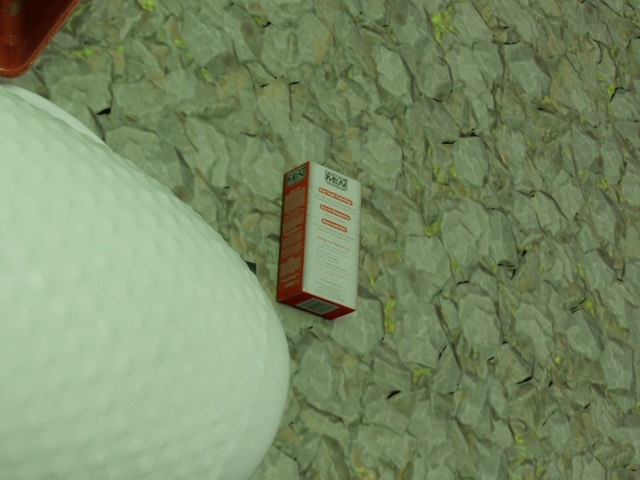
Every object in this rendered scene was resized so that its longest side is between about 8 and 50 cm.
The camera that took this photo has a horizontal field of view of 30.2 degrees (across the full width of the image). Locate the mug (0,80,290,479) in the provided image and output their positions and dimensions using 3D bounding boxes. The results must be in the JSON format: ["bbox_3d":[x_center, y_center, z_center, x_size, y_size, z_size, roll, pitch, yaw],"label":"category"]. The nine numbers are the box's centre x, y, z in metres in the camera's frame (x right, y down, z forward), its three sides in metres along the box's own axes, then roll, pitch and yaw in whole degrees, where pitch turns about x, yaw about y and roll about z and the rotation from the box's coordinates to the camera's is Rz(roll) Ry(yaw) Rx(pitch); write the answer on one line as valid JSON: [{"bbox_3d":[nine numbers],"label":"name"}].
[{"bbox_3d":[-0.202,0.030,0.843,0.328,0.276,0.374,29,33,-35],"label":"mug"}]

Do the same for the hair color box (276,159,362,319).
[{"bbox_3d":[0.000,0.000,1.175,0.072,0.043,0.141,22,60,-34],"label":"hair color box"}]

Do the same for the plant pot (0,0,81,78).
[{"bbox_3d":[-0.267,-0.335,0.907,0.267,0.267,0.236,34,16,-28],"label":"plant pot"}]

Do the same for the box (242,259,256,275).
[{"bbox_3d":[-0.125,0.061,1.046,0.162,0.029,0.116,15,63,-39],"label":"box"}]
